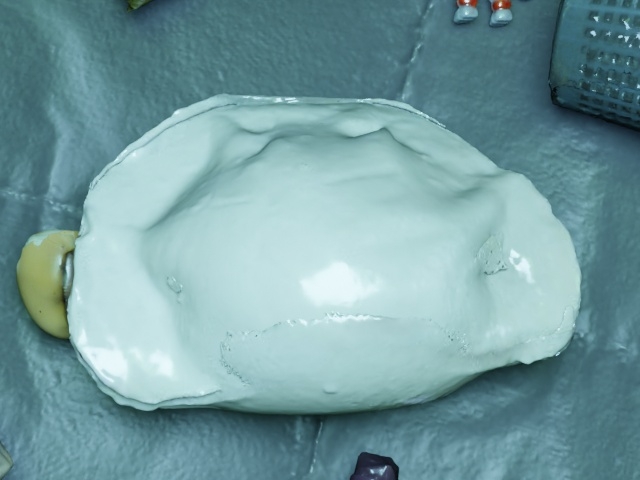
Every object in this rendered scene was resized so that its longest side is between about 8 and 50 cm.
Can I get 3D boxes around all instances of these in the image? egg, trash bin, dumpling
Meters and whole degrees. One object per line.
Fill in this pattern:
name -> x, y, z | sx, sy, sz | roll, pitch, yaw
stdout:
egg -> -0.195, 0.033, 1.027 | 0.071, 0.071, 0.083 | 2, 88, -2
trash bin -> 0.265, -0.151, 1.055 | 0.161, 0.175, 0.175 | 12, 75, 14
dumpling -> 0.004, -0.001, 0.994 | 0.341, 0.181, 0.260 | -14, 66, 17

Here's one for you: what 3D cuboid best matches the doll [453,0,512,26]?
doll -> 0.138, -0.292, 1.119 | 0.102, 0.075, 0.228 | 1, 85, -17

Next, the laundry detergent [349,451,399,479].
laundry detergent -> 0.034, 0.266, 0.975 | 0.144, 0.078, 0.222 | 16, 73, 0

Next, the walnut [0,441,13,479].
walnut -> -0.332, 0.149, 0.946 | 0.230, 0.178, 0.178 | 6, 76, -5

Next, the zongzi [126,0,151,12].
zongzi -> -0.128, -0.299, 1.115 | 0.184, 0.084, 0.187 | -31, 74, -24
